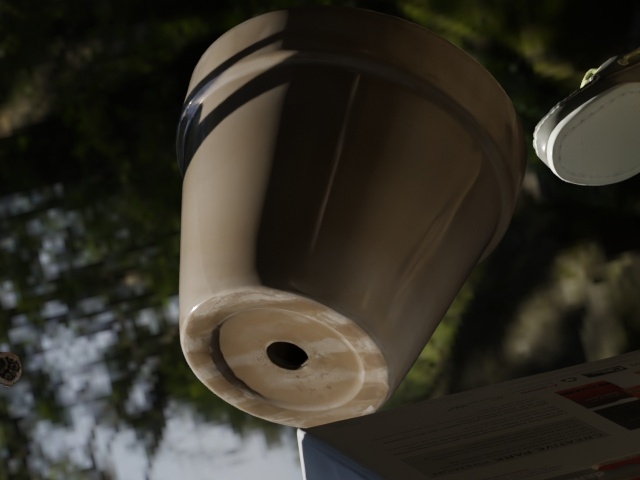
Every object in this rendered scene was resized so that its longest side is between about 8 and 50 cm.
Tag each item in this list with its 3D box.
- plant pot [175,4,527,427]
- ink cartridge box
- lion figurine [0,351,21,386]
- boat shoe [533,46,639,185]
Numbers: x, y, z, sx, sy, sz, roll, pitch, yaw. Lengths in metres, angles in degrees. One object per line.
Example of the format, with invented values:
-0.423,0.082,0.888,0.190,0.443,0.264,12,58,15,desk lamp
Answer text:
0.000,0.000,1.708,0.323,0.323,0.280,82,-160,-47,plant pot
0.177,0.187,1.360,0.272,0.309,0.130,-161,61,-69,ink cartridge box
-0.448,0.114,1.871,0.392,0.142,0.240,50,143,-15,lion figurine
0.327,-0.143,2.012,0.091,0.305,0.109,31,134,42,boat shoe
